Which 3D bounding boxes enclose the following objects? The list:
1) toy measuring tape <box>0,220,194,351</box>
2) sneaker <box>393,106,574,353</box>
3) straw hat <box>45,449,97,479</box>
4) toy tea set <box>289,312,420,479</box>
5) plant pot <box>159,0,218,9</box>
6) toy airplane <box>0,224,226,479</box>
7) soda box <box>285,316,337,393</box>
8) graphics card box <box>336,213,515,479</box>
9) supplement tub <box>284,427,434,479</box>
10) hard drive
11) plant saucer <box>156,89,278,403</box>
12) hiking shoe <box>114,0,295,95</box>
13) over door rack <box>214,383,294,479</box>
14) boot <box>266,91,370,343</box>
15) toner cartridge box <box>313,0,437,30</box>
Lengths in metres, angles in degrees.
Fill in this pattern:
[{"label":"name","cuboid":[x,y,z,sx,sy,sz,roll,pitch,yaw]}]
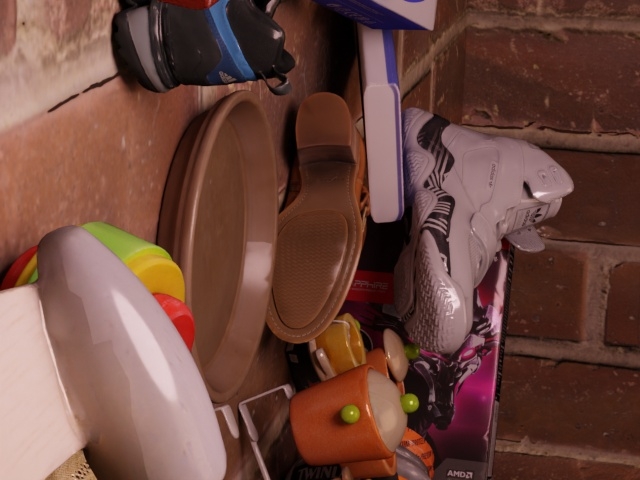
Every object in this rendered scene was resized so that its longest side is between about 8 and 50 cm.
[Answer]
[{"label":"toy measuring tape","cuboid":[-0.157,0.041,0.768,0.330,0.121,0.121,16,79,-69]},{"label":"sneaker","cuboid":[0.198,-0.013,1.641,0.366,0.210,0.137,-93,-165,-44]},{"label":"straw hat","cuboid":[-0.165,0.166,0.868,0.061,0.144,0.144,52,20,-3]},{"label":"toy tea set","cuboid":[0.064,0.173,1.458,0.336,0.124,0.200,-80,150,-61]},{"label":"plant pot","cuboid":[-0.100,-0.263,0.609,0.267,0.267,0.236,71,40,-62]},{"label":"toy airplane","cuboid":[-0.141,0.098,0.472,0.384,0.272,0.386,76,23,-55]},{"label":"soda box","cuboid":[0.000,0.155,1.650,0.169,0.053,0.060,78,20,-54]},{"label":"graphics card box","cuboid":[0.125,0.149,1.801,0.094,0.232,0.371,38,59,-77]},{"label":"supplement tub","cuboid":[0.032,0.371,1.559,0.194,0.193,0.316,80,18,-50]},{"label":"hard drive","cuboid":[0.066,-0.208,1.646,0.210,0.040,0.319,84,2,-46]},{"label":"plant saucer","cuboid":[-0.089,0.004,1.213,0.278,0.041,0.278,5,90,-77]},{"label":"hiking shoe","cuboid":[-0.059,-0.250,1.027,0.113,0.132,0.304,49,47,-73]},{"label":"over door rack","cuboid":[-0.075,0.309,1.295,0.239,0.108,0.324,-1,81,-78]},{"label":"boot","cuboid":[0.000,0.000,1.517,0.220,0.109,0.284,74,16,-69]},{"label":"toner cartridge box","cuboid":[0.021,-0.315,1.317,0.348,0.075,0.165,6,91,-64]}]
